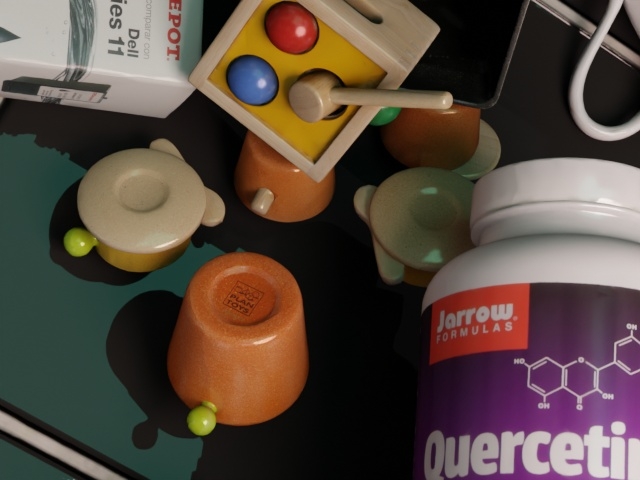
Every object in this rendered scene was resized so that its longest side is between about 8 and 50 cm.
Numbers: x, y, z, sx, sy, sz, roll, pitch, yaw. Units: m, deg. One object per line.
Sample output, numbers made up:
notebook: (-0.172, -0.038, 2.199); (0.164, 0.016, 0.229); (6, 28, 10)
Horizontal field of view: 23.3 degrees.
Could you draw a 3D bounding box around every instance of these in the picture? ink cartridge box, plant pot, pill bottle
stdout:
ink cartridge box: (-0.185, -0.175, 1.039); (0.208, 0.087, 0.153); (5, 78, -22)
plant pot: (0.054, -0.230, 1.078); (0.187, 0.188, 0.167); (11, 44, -3)
pill bottle: (0.146, 0.122, 0.933); (0.181, 0.181, 0.323); (11, 70, -20)

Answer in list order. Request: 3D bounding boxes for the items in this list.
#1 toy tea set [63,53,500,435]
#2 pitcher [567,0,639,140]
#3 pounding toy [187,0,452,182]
toy tea set: (0.000, 0.000, 1.090); (0.336, 0.124, 0.200); (-23, 59, -21)
pitcher: (0.274, -0.185, 1.224); (0.178, 0.125, 0.207); (-8, 94, -8)
pounding toy: (0.007, -0.110, 0.987); (0.141, 0.130, 0.100); (38, 38, -2)
